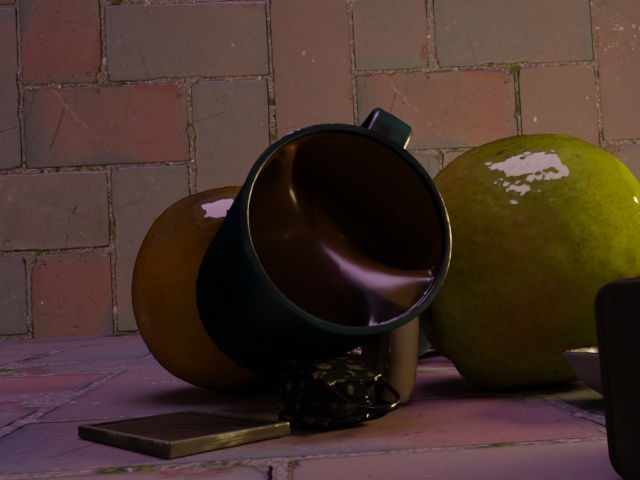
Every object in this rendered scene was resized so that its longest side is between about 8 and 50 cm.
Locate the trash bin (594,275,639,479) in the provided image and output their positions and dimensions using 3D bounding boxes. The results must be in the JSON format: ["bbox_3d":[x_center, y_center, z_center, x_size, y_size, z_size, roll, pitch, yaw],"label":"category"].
[{"bbox_3d":[0.333,0.098,0.686,0.240,0.164,0.122,-5,-2,-41],"label":"trash bin"}]

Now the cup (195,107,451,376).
[{"bbox_3d":[-0.017,0.002,1.061,0.242,0.308,0.292,2,-21,-19],"label":"cup"}]

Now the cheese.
[{"bbox_3d":[0.099,0.086,1.137,0.054,0.251,0.127,13,-8,-14],"label":"cheese"}]

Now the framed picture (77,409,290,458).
[{"bbox_3d":[-0.152,0.206,0.937,0.150,0.015,0.203,-1,-4,-41],"label":"framed picture"}]

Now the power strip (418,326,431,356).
[{"bbox_3d":[0.148,0.161,1.536,0.167,0.054,0.253,-38,7,21],"label":"power strip"}]

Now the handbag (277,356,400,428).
[{"bbox_3d":[0.033,0.168,0.939,0.115,0.072,0.139,3,-3,-35],"label":"handbag"}]

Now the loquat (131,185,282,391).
[{"bbox_3d":[-0.130,0.087,1.343,0.328,0.328,0.359,-2,-31,-18],"label":"loquat"}]

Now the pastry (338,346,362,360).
[{"bbox_3d":[0.061,0.197,1.398,0.097,0.057,0.109,3,-2,-15],"label":"pastry"}]

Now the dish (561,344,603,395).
[{"bbox_3d":[0.376,0.155,0.991,0.191,0.066,0.190,-2,-4,0],"label":"dish"}]

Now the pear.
[{"bbox_3d":[0.286,0.038,1.232,0.391,0.391,0.391,-3,-3,0],"label":"pear"}]
